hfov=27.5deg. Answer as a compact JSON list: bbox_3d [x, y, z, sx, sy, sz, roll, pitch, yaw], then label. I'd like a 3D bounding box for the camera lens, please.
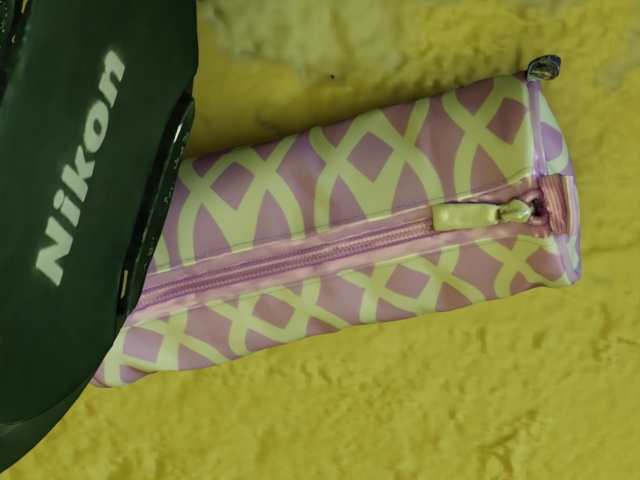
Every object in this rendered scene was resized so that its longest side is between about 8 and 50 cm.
[{"bbox_3d":[-0.189,-0.054,0.385,0.274,0.219,0.219,15,117,16],"label":"camera lens"}]

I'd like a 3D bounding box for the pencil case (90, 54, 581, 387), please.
[{"bbox_3d":[0.000,0.000,0.493,0.206,0.088,0.086,-15,111,14],"label":"pencil case"}]
